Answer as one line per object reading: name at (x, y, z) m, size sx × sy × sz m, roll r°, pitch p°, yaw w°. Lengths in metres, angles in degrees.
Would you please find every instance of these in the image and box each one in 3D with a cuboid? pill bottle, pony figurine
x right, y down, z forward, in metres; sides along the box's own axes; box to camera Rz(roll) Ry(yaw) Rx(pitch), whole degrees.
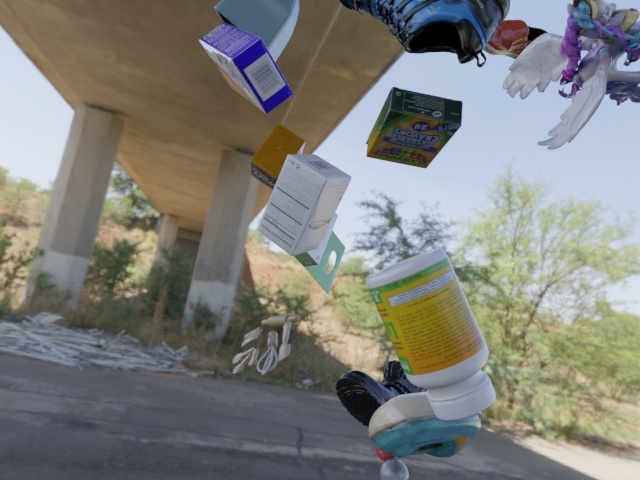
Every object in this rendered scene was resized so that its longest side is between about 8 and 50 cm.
pill bottle at (0.180, 0.147, 0.756) m, size 0.137 × 0.245 × 0.136 m, roll -23°, pitch -3°, yaw -1°
pony figurine at (0.641, -0.415, 1.107) m, size 0.364 × 0.302 × 0.350 m, roll -1°, pitch -40°, yaw -21°

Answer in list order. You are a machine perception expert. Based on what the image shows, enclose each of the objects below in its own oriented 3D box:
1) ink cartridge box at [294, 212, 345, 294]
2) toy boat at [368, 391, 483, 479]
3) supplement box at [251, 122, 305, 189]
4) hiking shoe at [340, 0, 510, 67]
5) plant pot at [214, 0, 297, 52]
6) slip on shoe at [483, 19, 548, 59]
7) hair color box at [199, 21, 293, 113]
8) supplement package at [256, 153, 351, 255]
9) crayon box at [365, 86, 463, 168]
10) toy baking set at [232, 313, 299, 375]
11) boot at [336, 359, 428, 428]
ink cartridge box at (0.000, 0.000, 1.194) m, size 0.056 × 0.171 × 0.235 m, roll -12°, pitch -49°, yaw 38°
toy boat at (0.214, 0.445, 1.057) m, size 0.268 × 0.148 × 0.318 m, roll 4°, pitch -38°, yaw -24°
supplement box at (-0.175, -0.329, 1.918) m, size 0.129 × 0.191 × 0.194 m, roll 34°, pitch -12°, yaw -2°
hiking shoe at (0.148, -0.386, 0.791) m, size 0.304 × 0.132 × 0.113 m, roll 23°, pitch -11°, yaw 25°
plant pot at (-0.214, -0.874, 1.836) m, size 0.248 × 0.252 × 0.247 m, roll 40°, pitch 4°, yaw -5°
slip on shoe at (0.570, -0.623, 1.437) m, size 0.332 × 0.122 × 0.101 m, roll 0°, pitch -25°, yaw -31°
hair color box at (-0.229, -0.522, 1.418) m, size 0.185 × 0.110 × 0.339 m, roll 55°, pitch -4°, yaw -40°
supplement package at (-0.034, -0.075, 0.977) m, size 0.105 × 0.179 × 0.105 m, roll 36°, pitch 26°, yaw 21°
crayon box at (0.263, -0.314, 1.424) m, size 0.203 × 0.083 × 0.323 m, roll 10°, pitch -17°, yaw -5°
toy baking set at (-0.133, 0.269, 1.232) m, size 0.256 × 0.196 × 0.030 m, roll -20°, pitch -61°, yaw 44°
boot at (0.204, 0.466, 1.512) m, size 0.131 × 0.260 × 0.348 m, roll -28°, pitch -69°, yaw 36°
